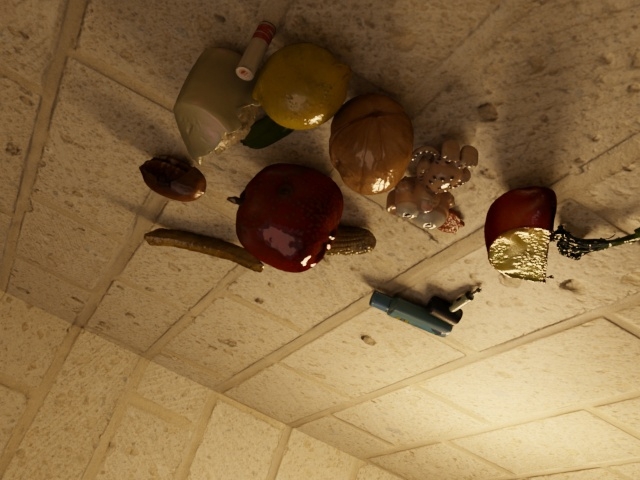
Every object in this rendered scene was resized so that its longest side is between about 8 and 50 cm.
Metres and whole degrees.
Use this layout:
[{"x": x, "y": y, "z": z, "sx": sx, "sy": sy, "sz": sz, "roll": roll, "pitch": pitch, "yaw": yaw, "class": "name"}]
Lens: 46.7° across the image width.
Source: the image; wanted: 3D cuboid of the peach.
[{"x": 0.442, "y": -0.035, "z": 1.651, "sx": 0.153, "sy": 0.159, "sz": 0.267, "roll": -1, "pitch": 147, "yaw": 14, "class": "peach"}]

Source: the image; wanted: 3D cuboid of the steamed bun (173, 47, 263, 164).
[{"x": -0.202, "y": -0.279, "z": 1.580, "sx": 0.170, "sy": 0.226, "sz": 0.200, "roll": 8, "pitch": 146, "yaw": 20, "class": "steamed bun"}]

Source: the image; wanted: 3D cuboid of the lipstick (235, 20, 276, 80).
[{"x": -0.128, "y": -0.377, "z": 1.470, "sx": 0.038, "sy": 0.131, "sz": 0.038, "roll": 16, "pitch": 150, "yaw": 9, "class": "lipstick"}]

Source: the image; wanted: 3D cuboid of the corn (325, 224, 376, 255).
[{"x": 0.000, "y": 0.000, "z": 2.042, "sx": 0.319, "sy": 0.097, "sz": 0.097, "roll": 1, "pitch": 145, "yaw": 27, "class": "corn"}]

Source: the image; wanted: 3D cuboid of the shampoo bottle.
[{"x": 0.273, "y": 0.222, "z": 2.262, "sx": 0.258, "sy": 0.061, "sz": 0.104, "roll": 23, "pitch": 163, "yaw": -3, "class": "shampoo bottle"}]

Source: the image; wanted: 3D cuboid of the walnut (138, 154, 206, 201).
[{"x": -0.402, "y": -0.169, "z": 2.004, "sx": 0.207, "sy": 0.116, "sz": 0.116, "roll": 19, "pitch": 151, "yaw": 17, "class": "walnut"}]

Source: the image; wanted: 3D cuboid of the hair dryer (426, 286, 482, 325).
[{"x": 0.398, "y": 0.175, "z": 2.139, "sx": 0.100, "sy": 0.057, "sz": 0.197, "roll": 29, "pitch": 140, "yaw": -14, "class": "hair dryer"}]

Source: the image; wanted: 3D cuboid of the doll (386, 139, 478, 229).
[{"x": 0.248, "y": -0.126, "z": 1.668, "sx": 0.154, "sy": 0.119, "sz": 0.278, "roll": 10, "pitch": 148, "yaw": -6, "class": "doll"}]

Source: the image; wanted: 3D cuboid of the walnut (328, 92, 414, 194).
[{"x": 0.108, "y": -0.200, "z": 1.558, "sx": 0.193, "sy": 0.193, "sz": 0.226, "roll": 13, "pitch": 147, "yaw": 12, "class": "walnut"}]

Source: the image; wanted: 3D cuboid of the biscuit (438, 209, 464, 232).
[{"x": 0.321, "y": -0.049, "z": 1.846, "sx": 0.078, "sy": 0.015, "sz": 0.091, "roll": 14, "pitch": 150, "yaw": 8, "class": "biscuit"}]

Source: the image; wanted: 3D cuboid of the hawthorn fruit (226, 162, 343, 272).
[{"x": -0.089, "y": -0.060, "z": 1.833, "sx": 0.299, "sy": 0.275, "sz": 0.275, "roll": 18, "pitch": 151, "yaw": -13, "class": "hawthorn fruit"}]

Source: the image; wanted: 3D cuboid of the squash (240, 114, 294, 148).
[{"x": -0.109, "y": -0.262, "z": 1.708, "sx": 0.069, "sy": 0.069, "sz": 0.258, "roll": 35, "pitch": 147, "yaw": -23, "class": "squash"}]

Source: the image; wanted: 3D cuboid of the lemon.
[{"x": -0.033, "y": -0.310, "z": 1.487, "sx": 0.206, "sy": 0.174, "sz": 0.173, "roll": -18, "pitch": 135, "yaw": 26, "class": "lemon"}]

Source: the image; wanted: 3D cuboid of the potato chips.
[{"x": -0.350, "y": 0.024, "z": 2.308, "sx": 0.406, "sy": 0.080, "sz": 0.057, "roll": 14, "pitch": 133, "yaw": 14, "class": "potato chips"}]

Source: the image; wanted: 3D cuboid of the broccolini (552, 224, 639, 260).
[{"x": 0.626, "y": -0.019, "z": 1.666, "sx": 0.123, "sy": 0.062, "sz": 0.271, "roll": 16, "pitch": 159, "yaw": -22, "class": "broccolini"}]
